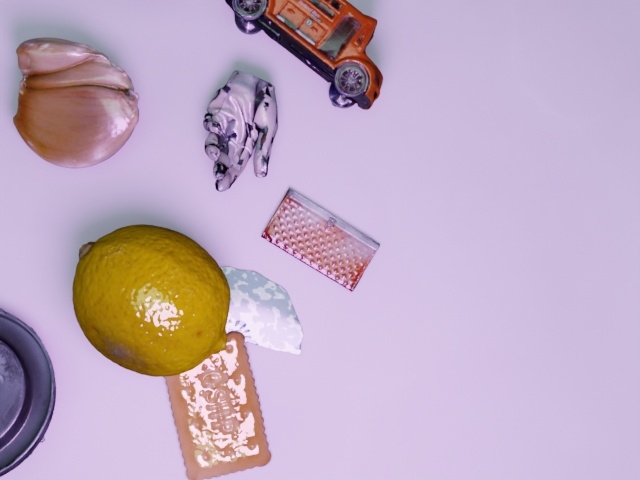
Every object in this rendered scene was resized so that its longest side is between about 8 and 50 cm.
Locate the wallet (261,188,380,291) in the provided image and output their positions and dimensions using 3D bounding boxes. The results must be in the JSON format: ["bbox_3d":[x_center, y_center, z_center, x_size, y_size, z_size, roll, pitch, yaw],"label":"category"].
[{"bbox_3d":[0.000,0.000,1.820,0.196,0.020,0.103,32,86,-3],"label":"wallet"}]

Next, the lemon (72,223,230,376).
[{"bbox_3d":[-0.281,0.100,1.688,0.267,0.267,0.267,0,89,-4],"label":"lemon"}]

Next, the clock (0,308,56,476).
[{"bbox_3d":[-0.601,0.263,1.701,0.312,0.061,0.313,1,69,-4],"label":"clock"}]

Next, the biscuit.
[{"bbox_3d":[-0.187,0.296,1.791,0.160,0.030,0.250,-12,92,-4],"label":"biscuit"}]

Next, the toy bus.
[{"bbox_3d":[-0.012,-0.372,1.767,0.329,0.143,0.153,38,87,-1],"label":"toy bus"}]

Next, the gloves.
[{"bbox_3d":[-0.148,-0.185,1.773,0.127,0.111,0.212,24,84,-28],"label":"gloves"}]

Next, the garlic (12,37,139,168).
[{"bbox_3d":[-0.417,-0.234,1.754,0.227,0.110,0.217,11,100,6],"label":"garlic"}]

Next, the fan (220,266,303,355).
[{"bbox_3d":[-0.126,0.125,1.814,0.240,0.009,0.131,32,86,-3],"label":"fan"}]
